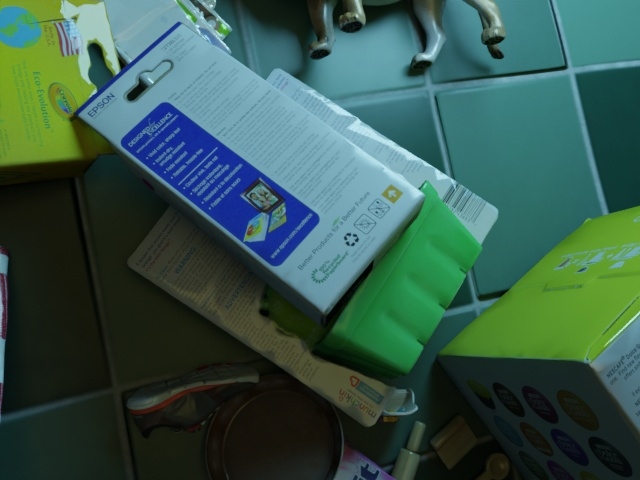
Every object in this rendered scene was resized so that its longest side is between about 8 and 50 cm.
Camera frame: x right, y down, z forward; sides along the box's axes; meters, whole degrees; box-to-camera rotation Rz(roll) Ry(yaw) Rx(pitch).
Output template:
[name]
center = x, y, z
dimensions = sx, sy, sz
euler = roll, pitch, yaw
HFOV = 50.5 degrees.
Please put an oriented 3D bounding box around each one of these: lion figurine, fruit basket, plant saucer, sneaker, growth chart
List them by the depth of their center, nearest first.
[plant saucer]
center = -0.053, 0.245, 0.808
dimensions = 0.168, 0.029, 0.168
euler = -5, 64, 11
[sneaker]
center = -0.147, 0.194, 0.815
dimensions = 0.157, 0.061, 0.065
euler = -14, 101, -10
[fruit basket]
center = 0.000, 0.000, 0.851
dimensions = 0.353, 0.165, 0.327
euler = 31, 74, 6
[growth chart]
center = -0.202, -0.274, 0.878
dimensions = 0.172, 0.021, 0.237
euler = -35, 92, -18
[lion figurine]
center = 0.086, -0.373, 0.934
dimensions = 0.392, 0.142, 0.240
euler = 2, 74, -30

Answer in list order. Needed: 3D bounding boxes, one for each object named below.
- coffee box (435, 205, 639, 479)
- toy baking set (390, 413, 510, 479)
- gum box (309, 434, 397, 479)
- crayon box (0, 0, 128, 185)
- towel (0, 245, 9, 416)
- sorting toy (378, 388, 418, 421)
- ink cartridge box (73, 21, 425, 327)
[coffee box]
center = 0.415, 0.167, 0.826
dimensions = 0.338, 0.337, 0.334
euler = -37, 93, -17
[toy baking set]
center = 0.166, 0.363, 0.887
dimensions = 0.196, 0.030, 0.256
euler = 29, 75, -10
[gum box]
center = 0.007, 0.338, 0.827
dimensions = 0.107, 0.062, 0.188
euler = 36, 74, -9
[crayon box]
center = -0.383, -0.163, 0.752
dimensions = 0.318, 0.081, 0.202
euler = -10, 84, -33
[towel]
center = -0.445, 0.150, 0.674
dimensions = 0.237, 0.037, 0.329
euler = -1, 59, -17
[sorting toy]
center = 0.086, 0.212, 0.862
dimensions = 0.083, 0.075, 0.045
euler = 4, 81, -15
[ink cartridge box]
center = -0.082, -0.085, 0.764
dimensions = 0.371, 0.069, 0.176
euler = 38, 72, 12
